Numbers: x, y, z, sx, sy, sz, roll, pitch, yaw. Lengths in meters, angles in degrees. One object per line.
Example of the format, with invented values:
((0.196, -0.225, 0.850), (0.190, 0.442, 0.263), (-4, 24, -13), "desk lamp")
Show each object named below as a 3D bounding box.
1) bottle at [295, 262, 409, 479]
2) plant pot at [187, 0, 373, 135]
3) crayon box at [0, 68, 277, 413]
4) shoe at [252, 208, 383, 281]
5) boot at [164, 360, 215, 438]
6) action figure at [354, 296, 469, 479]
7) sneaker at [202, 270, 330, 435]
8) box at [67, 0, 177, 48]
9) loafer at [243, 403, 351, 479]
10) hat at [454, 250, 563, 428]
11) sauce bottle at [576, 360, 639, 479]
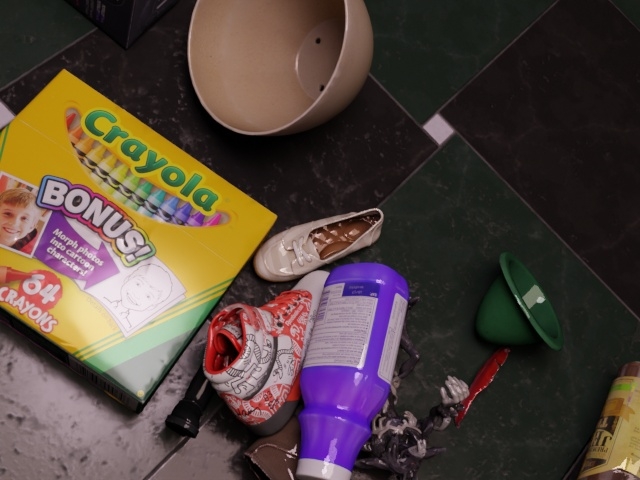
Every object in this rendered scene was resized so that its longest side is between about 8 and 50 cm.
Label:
((0.034, 0.169, 1.038), (0.092, 0.118, 0.283), (38, 56, -39), "bottle")
((-0.032, -0.287, 1.224), (0.191, 0.284, 0.284), (3, 65, -57), "plant pot")
((-0.295, -0.004, 1.091), (0.362, 0.106, 0.313), (35, 65, -1), "crayon box")
((0.000, 0.000, 1.219), (0.219, 0.058, 0.077), (-21, 79, -24), "shoe")
((-0.160, 0.205, 1.062), (0.045, 0.121, 0.099), (34, 70, -6), "boot")
((0.107, 0.220, 1.134), (0.164, 0.141, 0.276), (-3, 69, -23), "action figure")
((-0.061, 0.111, 1.095), (0.145, 0.090, 0.270), (53, 47, -33), "sneaker")
((-0.341, -0.450, 1.208), (0.270, 0.165, 0.143), (39, 64, -2), "box")
((0.003, 0.402, 1.049), (0.130, 0.134, 0.366), (-19, 68, -19), "loafer")
((0.258, 0.139, 1.276), (0.173, 0.183, 0.208), (55, 23, -1), "hat")
((0.448, 0.346, 1.216), (0.111, 0.111, 0.344), (34, 63, -4), "sauce bottle")
